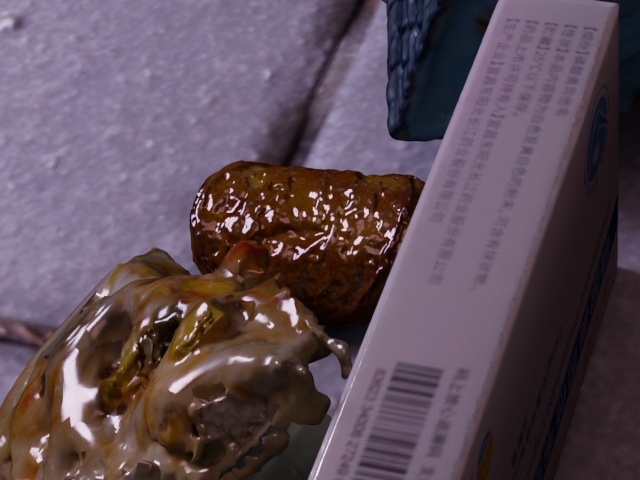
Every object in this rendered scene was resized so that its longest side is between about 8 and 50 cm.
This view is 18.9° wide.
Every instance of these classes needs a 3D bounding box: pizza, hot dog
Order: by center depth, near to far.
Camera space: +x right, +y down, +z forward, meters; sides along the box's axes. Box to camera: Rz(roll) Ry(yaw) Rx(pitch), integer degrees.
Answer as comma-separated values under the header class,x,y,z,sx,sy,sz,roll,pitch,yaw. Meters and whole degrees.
class,x,y,z,sx,sy,sz,roll,pitch,yaw
pizza,-0.081,0.075,0.909,0.189,0.071,0.297,-48,20,-11
hot dog,0.000,-0.003,1.055,0.147,0.065,0.099,5,49,24

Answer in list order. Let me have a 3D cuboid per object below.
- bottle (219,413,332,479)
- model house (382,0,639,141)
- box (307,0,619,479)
class,x,y,z,sx,sy,sz,roll,pitch,yaw
bottle,-0.066,0.162,0.920,0.072,0.072,0.201,24,58,28
model house,0.134,-0.154,1.112,0.241,0.226,0.261,-35,34,32
box,0.071,0.072,0.888,0.065,0.200,0.343,10,52,17
